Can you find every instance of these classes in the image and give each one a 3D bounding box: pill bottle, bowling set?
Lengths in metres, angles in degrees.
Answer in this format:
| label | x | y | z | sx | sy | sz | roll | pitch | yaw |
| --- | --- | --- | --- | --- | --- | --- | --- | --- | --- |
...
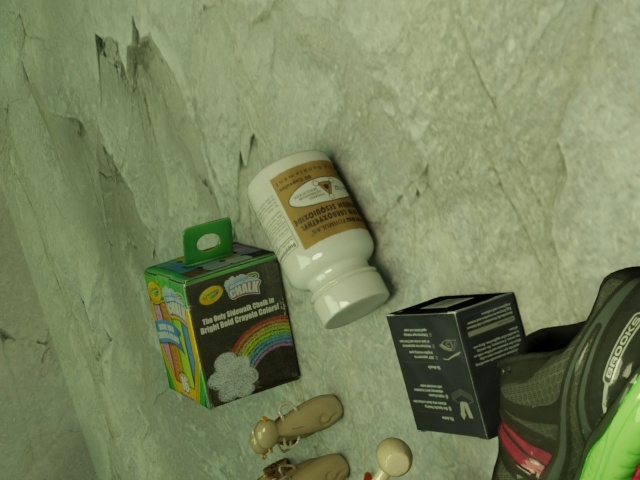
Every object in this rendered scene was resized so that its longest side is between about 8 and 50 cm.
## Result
| label | x | y | z | sx | sy | sz | roll | pitch | yaw |
| --- | --- | --- | --- | --- | --- | --- | --- | --- | --- |
| pill bottle | 0.000 | 0.000 | 1.590 | 0.229 | 0.131 | 0.131 | 63 | 151 | 18 |
| bowling set | -0.059 | 0.374 | 1.887 | 0.200 | 0.154 | 0.287 | 17 | 119 | 58 |

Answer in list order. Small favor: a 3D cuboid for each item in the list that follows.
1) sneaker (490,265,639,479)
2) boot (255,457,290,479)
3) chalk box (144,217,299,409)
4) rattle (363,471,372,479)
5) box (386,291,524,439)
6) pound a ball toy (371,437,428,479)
| label | x | y | z | sx | sy | sz | roll | pitch | yaw |
| --- | --- | --- | --- | --- | --- | --- | --- | --- | --- |
| sneaker | 0.269 | 0.201 | 1.203 | 0.483 | 0.185 | 0.202 | -61 | 40 | 46 |
| boot | -0.071 | 0.440 | 2.003 | 0.158 | 0.059 | 0.084 | -14 | -99 | -80 |
| chalk box | -0.172 | 0.107 | 1.920 | 0.179 | 0.180 | 0.288 | 10 | 113 | 59 |
| rattle | 0.078 | 0.450 | 1.705 | 0.200 | 0.143 | 0.130 | 45 | 160 | 33 |
| box | 0.174 | 0.151 | 1.396 | 0.156 | 0.093 | 0.158 | -9 | 97 | 62 |
| pound a ball toy | 0.090 | 0.422 | 1.504 | 0.319 | 0.208 | 0.136 | -57 | 4 | 11 |
